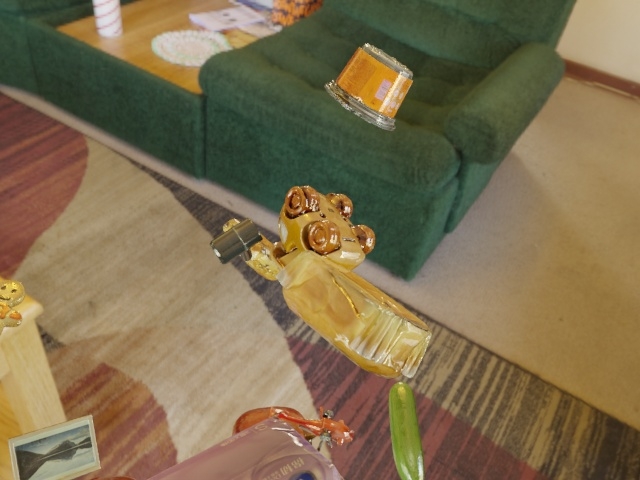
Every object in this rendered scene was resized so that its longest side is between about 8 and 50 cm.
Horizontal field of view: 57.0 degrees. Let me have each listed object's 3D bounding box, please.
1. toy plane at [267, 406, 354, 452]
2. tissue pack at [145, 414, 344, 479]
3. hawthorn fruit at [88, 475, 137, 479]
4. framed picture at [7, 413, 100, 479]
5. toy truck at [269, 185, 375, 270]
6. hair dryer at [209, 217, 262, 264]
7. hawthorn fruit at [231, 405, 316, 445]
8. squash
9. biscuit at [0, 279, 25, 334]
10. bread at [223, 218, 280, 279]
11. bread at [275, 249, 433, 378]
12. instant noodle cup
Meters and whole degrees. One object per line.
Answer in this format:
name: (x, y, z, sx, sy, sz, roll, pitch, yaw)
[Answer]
toy plane: (-0.016, 0.408, 1.325, 0.194, 0.077, 0.126, 37, 41, -1)
tissue pack: (-0.145, 0.440, 0.902, 0.338, 0.160, 0.242, -18, 24, -33)
hawthorn fruit: (-0.429, 0.574, 1.116, 0.263, 0.235, 0.231, -15, 13, -17)
framed picture: (-0.679, 0.549, 1.513, 0.203, 0.150, 0.015, -9, 0, -37)
toy truck: (0.000, 0.000, 1.570, 0.204, 0.211, 0.288, 6, 39, -47)
hair dryer: (-0.215, 0.023, 1.568, 0.124, 0.219, 0.071, -34, 76, -9)
hawthorn fruit: (-0.145, 0.657, 1.884, 0.299, 0.275, 0.275, -20, 43, 11)
squash: (0.281, 0.646, 1.931, 0.101, 0.101, 0.379, 1, 59, -10)
biscuit: (-0.863, 0.195, 1.543, 0.153, 0.030, 0.234, 24, 48, -2)
bread: (-0.212, 0.040, 1.974, 0.099, 0.235, 0.210, -50, 56, 1)
bread: (0.045, 0.111, 0.899, 0.241, 0.107, 0.136, 33, 1, 44)
instant noodle cup: (0.113, -0.332, 1.247, 0.177, 0.125, 0.208, 29, 21, -7)
